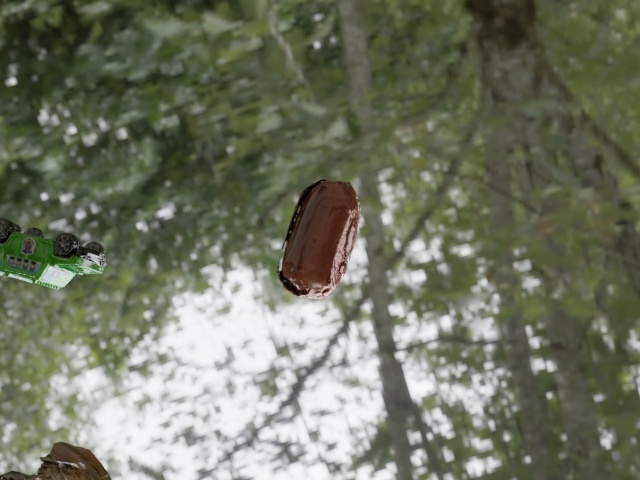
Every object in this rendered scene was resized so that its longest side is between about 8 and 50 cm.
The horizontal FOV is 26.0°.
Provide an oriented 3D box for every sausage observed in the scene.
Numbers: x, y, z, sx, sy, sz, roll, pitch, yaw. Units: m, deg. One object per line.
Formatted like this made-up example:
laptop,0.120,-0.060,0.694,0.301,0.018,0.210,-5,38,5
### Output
sausage,0.000,0.000,1.528,0.076,0.076,0.141,3,-111,41

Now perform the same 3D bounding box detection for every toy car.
toy car,-0.318,0.016,1.535,0.165,0.063,0.071,12,175,24

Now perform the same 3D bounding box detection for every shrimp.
shrimp,-0.340,0.293,1.766,0.262,0.117,0.066,10,-162,39
